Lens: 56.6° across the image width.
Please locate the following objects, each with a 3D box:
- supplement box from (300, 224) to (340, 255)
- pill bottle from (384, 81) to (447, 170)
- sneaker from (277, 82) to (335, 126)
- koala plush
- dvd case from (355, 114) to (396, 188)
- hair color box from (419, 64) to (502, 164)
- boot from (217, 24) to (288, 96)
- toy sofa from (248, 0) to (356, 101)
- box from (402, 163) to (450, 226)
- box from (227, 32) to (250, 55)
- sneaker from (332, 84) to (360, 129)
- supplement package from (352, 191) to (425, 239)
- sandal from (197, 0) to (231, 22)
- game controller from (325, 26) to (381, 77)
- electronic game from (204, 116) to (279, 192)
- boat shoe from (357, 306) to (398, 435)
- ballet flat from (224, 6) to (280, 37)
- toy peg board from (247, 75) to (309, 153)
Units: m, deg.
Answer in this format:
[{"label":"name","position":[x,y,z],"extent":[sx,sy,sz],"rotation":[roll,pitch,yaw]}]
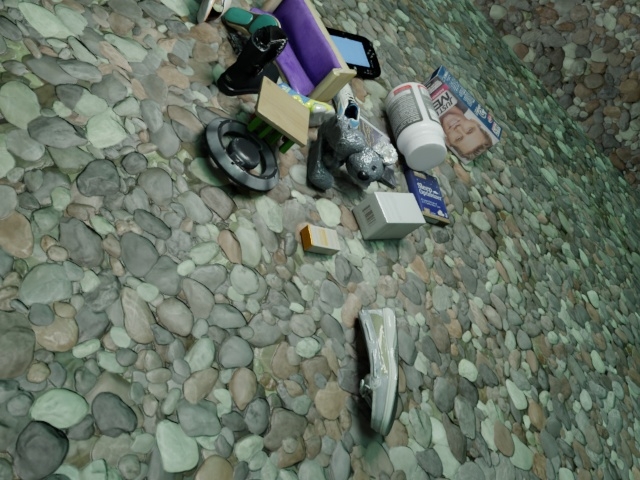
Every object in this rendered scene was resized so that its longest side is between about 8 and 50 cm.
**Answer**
[{"label":"supplement box","position":[0.000,0.000,1.548],"extent":[0.098,0.036,0.062],"rotation":[12,54,-38]},{"label":"pill bottle","position":[0.324,-0.385,2.019],"extent":[0.161,0.161,0.283],"rotation":[17,47,-35]},{"label":"sneaker","position":[-0.063,-0.408,1.740],"extent":[0.240,0.091,0.126],"rotation":[-6,66,-44]},{"label":"koala plush","position":[0.098,-0.240,1.704],"extent":[0.221,0.196,0.203],"rotation":[23,38,-25]},{"label":"dvd case","position":[0.180,-0.290,1.922],"extent":[0.164,0.018,0.221],"rotation":[28,45,-38]},{"label":"hair color box","position":[0.508,-0.472,2.260],"extent":[0.347,0.174,0.105],"rotation":[42,42,-12]},{"label":"boot","position":[-0.149,-0.496,1.632],"extent":[0.094,0.207,0.246],"rotation":[56,40,1]},{"label":"toy sofa","position":[-0.062,-0.612,1.841],"extent":[0.177,0.150,0.363],"rotation":[-15,73,-49]},{"label":"box","position":[0.353,-0.160,1.999],"extent":[0.136,0.036,0.225],"rotation":[14,52,-37]},{"label":"box","position":[-0.227,-0.579,1.762],"extent":[0.083,0.018,0.067],"rotation":[-15,73,-48]},{"label":"sneaker","position":[0.089,-0.433,1.907],"extent":[0.085,0.086,0.237],"rotation":[20,49,-31]},{"label":"supplement package","position":[0.200,-0.071,1.735],"extent":[0.179,0.105,0.105],"rotation":[-1,62,-43]},{"label":"sandal","position":[-0.293,-0.716,1.736],"extent":[0.076,0.102,0.265],"rotation":[26,45,-24]},{"label":"game controller","position":[0.093,-0.656,2.084],"extent":[0.319,0.067,0.167],"rotation":[-7,67,-45]},{"label":"electronic game","position":[-0.196,-0.219,1.511],"extent":[0.229,0.048,0.229],"rotation":[31,37,-28]},{"label":"boat shoe","position":[0.134,0.304,1.417],"extent":[0.118,0.103,0.321],"rotation":[77,15,-54]},{"label":"ballet flat","position":[-0.182,-0.615,1.724],"extent":[0.086,0.086,0.248],"rotation":[-3,33,-44]},{"label":"toy peg board","position":[-0.118,-0.324,1.585],"extent":[0.161,0.079,0.161],"rotation":[32,40,-28]}]
